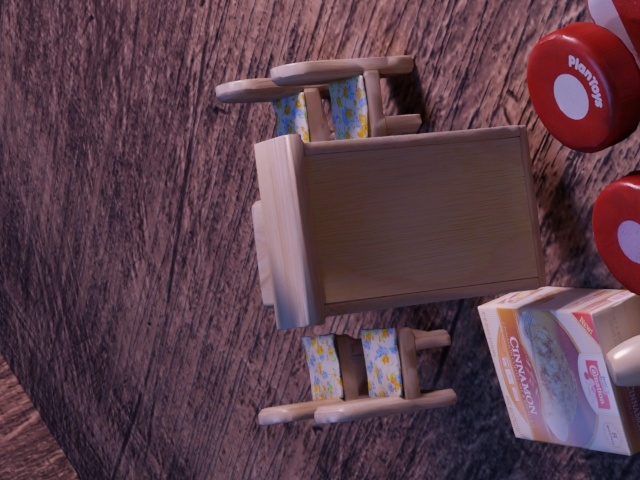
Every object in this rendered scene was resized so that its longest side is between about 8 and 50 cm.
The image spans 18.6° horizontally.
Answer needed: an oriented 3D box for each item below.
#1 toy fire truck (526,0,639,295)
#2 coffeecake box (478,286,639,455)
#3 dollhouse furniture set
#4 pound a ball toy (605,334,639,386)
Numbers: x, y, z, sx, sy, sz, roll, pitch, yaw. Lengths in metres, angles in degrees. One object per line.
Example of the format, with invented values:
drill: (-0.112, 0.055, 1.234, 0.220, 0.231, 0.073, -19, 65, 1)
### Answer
toy fire truck: (0.317, -0.099, 1.472, 0.254, 0.169, 0.302, -27, 88, 60)
coffeecake box: (0.246, 0.121, 1.870, 0.185, 0.068, 0.142, 0, 109, 60)
dollhouse furniture set: (0.000, 0.000, 1.924, 0.394, 0.256, 0.362, -11, 85, 62)
pound a ball toy: (0.382, 0.197, 1.656, 0.319, 0.136, 0.208, 62, 178, 9)
